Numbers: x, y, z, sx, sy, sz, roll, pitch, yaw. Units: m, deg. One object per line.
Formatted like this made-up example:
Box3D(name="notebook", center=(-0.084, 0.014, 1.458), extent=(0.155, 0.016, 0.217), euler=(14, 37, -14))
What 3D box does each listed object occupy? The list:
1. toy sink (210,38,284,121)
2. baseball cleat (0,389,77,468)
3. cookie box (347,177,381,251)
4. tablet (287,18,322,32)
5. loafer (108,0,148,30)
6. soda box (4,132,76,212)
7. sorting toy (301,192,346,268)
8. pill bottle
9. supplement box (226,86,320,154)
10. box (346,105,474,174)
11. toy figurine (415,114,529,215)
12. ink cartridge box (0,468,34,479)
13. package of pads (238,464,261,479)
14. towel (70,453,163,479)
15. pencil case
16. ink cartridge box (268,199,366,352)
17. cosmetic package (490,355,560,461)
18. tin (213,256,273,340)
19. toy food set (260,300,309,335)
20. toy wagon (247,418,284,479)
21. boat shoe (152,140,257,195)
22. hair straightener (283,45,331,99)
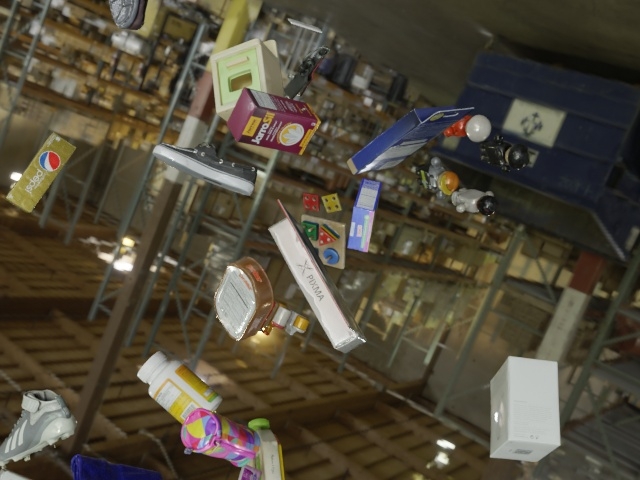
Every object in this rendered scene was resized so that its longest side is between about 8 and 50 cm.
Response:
Box3D(name="toy sink", center=(-0.196, -0.441, 1.936), extent=(0.153, 0.234, 0.131), euler=(-14, 161, 19))
Box3D(name="baseball cleat", center=(-0.513, 0.327, 1.289), extent=(0.072, 0.206, 0.109), euler=(-6, -109, -66))
Box3D(name="cookie box", center=(0.081, -0.047, 1.329), extent=(0.040, 0.091, 0.107), euler=(12, -144, 6))
Box3D(name="tablet", center=(-0.038, -0.533, 1.804), extent=(0.083, 0.006, 0.054), euler=(12, -156, -18))
Box3D(name="loafer", center=(-0.385, -0.575, 1.528), extent=(0.109, 0.302, 0.095), euler=(-21, 161, 38))
Box3D(name="soda box", center=(-0.632, -0.152, 1.642), extent=(0.061, 0.181, 0.058), euler=(36, 166, -23))
Box3D(name="sorting toy", center=(0.000, 0.000, 1.948), extent=(0.132, 0.274, 0.046), euler=(15, -152, 26))
Box3D(name="pill bottle", center=(-0.433, 0.454, 2.215), extent=(0.246, 0.136, 0.136), euler=(40, -171, 6))
Box3D(name="supplement box", center=(-0.110, -0.277, 1.705), extent=(0.188, 0.104, 0.080), euler=(6, -141, -38))
Box3D(name="box", center=(0.169, -0.199, 1.371), extent=(0.136, 0.225, 0.036), euler=(-15, -103, -47))
Box3D(name="toy figurine", center=(0.348, -0.170, 1.664), extent=(0.213, 0.209, 0.148), euler=(30, 179, -30))
Box3D(name="ink cartridge box", center=(-0.729, 0.675, 1.803), extent=(0.208, 0.153, 0.087), euler=(34, 155, -21))
Box3D(name="package of pads", center=(-0.178, 0.593, 1.782), extent=(0.050, 0.032, 0.083), euler=(26, -156, -5))
Box3D(name="towel", center=(-0.627, 0.774, 2.288), extent=(0.308, 0.076, 0.227), euler=(24, -165, -29))
Box3D(name="pencil case", center=(-0.223, 0.451, 1.651), extent=(0.105, 0.104, 0.236), euler=(27, 170, 29))
Box3D(name="ink cartridge box", center=(-0.014, 0.076, 1.383), extent=(0.275, 0.060, 0.239), euler=(60, -176, 17))
Box3D(name="cosmetic package", center=(0.547, 0.457, 1.960), extent=(0.138, 0.224, 0.224), euler=(5, 153, 2))
Box3D(name="tin", center=(-0.138, 0.106, 1.275), extent=(0.040, 0.189, 0.106), euler=(-26, -111, -36))
Box3D(name="toy food set", center=(-0.124, 0.236, 2.069), extent=(0.111, 0.104, 0.232), euler=(29, 176, -27))
Box3D(name="toy wagon", center=(-0.164, 0.643, 1.913), extent=(0.068, 0.344, 0.267), euler=(3, -128, -16))
Box3D(name="boat shoe", center=(-0.238, -0.170, 1.547), extent=(0.229, 0.076, 0.080), euler=(21, 170, -16))
Box3D(name="hair straightener", center=(-0.042, -0.445, 1.949), extent=(0.089, 0.230, 0.047), euler=(-35, -90, -37))
